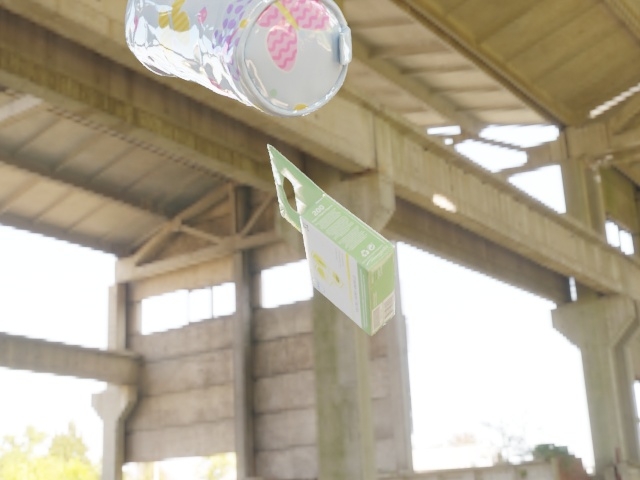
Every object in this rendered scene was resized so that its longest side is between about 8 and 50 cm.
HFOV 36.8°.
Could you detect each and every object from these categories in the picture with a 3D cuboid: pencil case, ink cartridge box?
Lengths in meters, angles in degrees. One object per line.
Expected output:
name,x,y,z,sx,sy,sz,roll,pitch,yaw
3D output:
pencil case,-0.085,-0.193,0.911,0.124,0.113,0.273,1,17,-33
ink cartridge box,0.000,0.000,1.267,0.056,0.235,0.171,-41,-28,-20
